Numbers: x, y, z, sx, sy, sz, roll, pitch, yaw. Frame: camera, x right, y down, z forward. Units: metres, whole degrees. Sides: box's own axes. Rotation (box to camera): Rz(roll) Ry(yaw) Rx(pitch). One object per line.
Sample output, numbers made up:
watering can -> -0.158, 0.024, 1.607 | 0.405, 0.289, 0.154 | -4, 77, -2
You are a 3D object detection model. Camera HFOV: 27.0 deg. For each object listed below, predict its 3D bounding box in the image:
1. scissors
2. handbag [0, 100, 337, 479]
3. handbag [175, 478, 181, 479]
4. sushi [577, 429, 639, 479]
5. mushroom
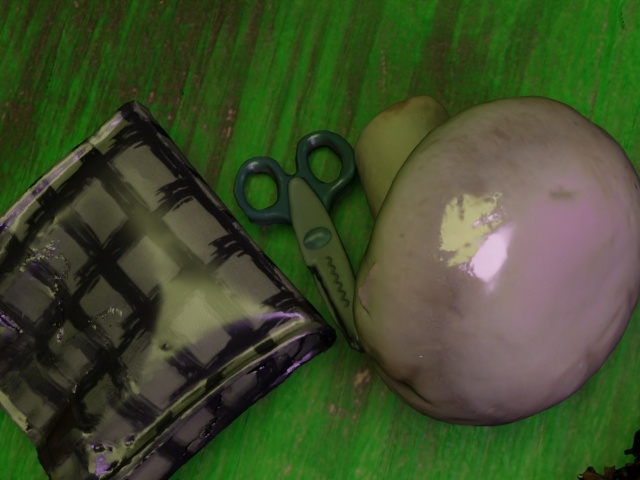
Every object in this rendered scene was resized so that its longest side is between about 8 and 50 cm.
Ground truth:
scissors -> 0.000, 0.000, 1.369 | 0.138, 0.041, 0.289 | -21, 52, -1
handbag -> -0.205, 0.079, 1.358 | 0.327, 0.162, 0.325 | -41, 76, -4
handbag -> -0.097, 0.382, 1.275 | 0.182, 0.117, 0.270 | 15, 83, 2
sushi -> 0.354, 0.239, 1.191 | 0.348, 0.207, 0.234 | -28, 81, 2
mushroom -> 0.178, -0.002, 1.260 | 0.315, 0.315, 0.356 | 7, 48, 12
